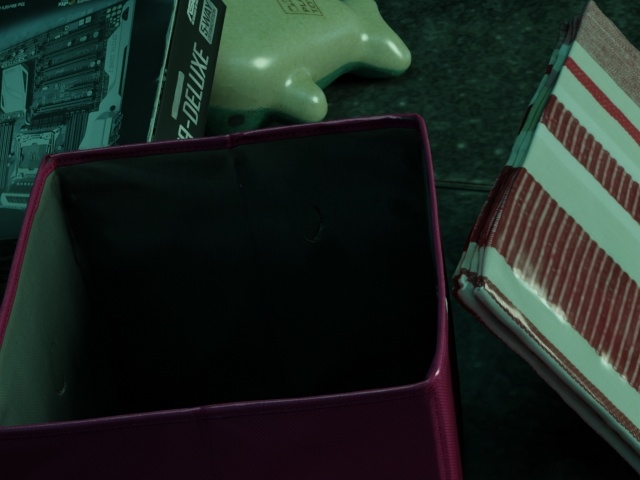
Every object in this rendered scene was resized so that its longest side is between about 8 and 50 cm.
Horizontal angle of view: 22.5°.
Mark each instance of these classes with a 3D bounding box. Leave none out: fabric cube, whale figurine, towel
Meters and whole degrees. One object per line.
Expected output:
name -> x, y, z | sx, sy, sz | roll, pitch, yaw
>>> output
fabric cube -> -0.040, 0.107, 1.001 | 0.259, 0.258, 0.254 | -6, 38, 6
whale figurine -> -0.056, -0.165, 1.468 | 0.272, 0.141, 0.216 | -7, 49, -33
towel -> 0.218, 0.005, 1.123 | 0.037, 0.237, 0.329 | -33, 20, 42

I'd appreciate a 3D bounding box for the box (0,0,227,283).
box -> -0.241, -0.088, 1.318 | 0.307, 0.076, 0.242 | -5, 61, 27
